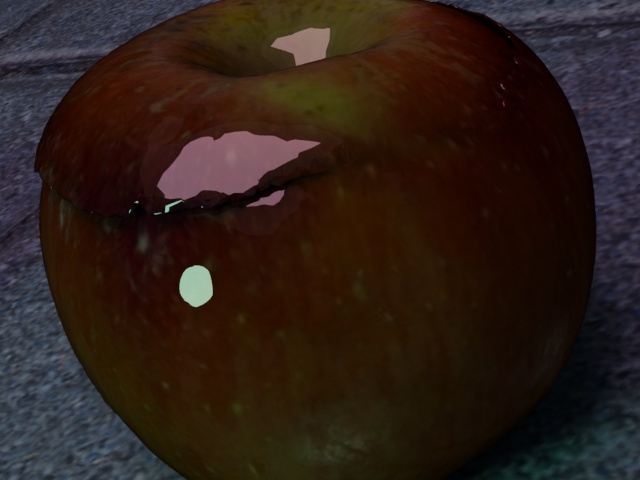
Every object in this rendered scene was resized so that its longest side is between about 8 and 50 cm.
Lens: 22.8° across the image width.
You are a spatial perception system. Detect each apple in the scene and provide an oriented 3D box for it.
[{"bbox_3d":[0.000,0.000,0.725,0.251,0.206,0.272,-21,26,-21],"label":"apple"}]
